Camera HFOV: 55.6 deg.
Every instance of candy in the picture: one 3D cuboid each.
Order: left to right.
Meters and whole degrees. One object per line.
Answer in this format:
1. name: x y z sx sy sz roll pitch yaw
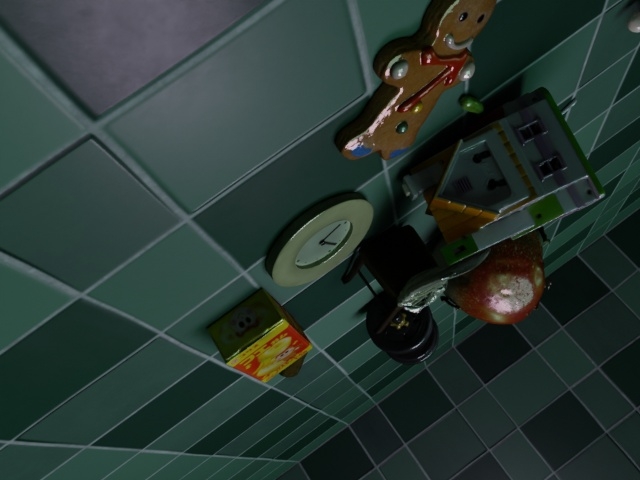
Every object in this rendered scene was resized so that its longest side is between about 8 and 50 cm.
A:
1. candy: -0.118 0.208 1.281 0.146 0.088 0.276 -35 157 -1

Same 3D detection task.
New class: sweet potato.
1. sweet potato: -0.070 0.280 1.520 0.081 0.062 0.233 -25 151 -22

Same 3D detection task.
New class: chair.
1. chair: 0.189 0.058 1.288 0.160 0.186 0.319 -22 159 -29

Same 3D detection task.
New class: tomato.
1. tomato: 0.418 0.067 1.537 0.238 0.304 0.304 1 145 -13

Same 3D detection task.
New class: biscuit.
1. biscuit: 0.149 -0.237 0.888 0.205 0.049 0.324 -9 142 -46

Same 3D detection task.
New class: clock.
1. clock: 0.000 0.000 1.142 0.235 0.029 0.235 -31 155 -17
2. clock: 0.320 -0.109 1.149 0.309 0.235 0.166 -25 171 -1

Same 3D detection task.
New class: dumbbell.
1. dumbbell: 0.243 0.255 1.761 0.185 0.185 0.388 -37 156 0

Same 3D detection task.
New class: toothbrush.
1. toothbrush: 0.532 -0.264 1.407 0.162 0.017 0.014 -45 162 17

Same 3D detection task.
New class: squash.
1. squash: 0.273 -0.240 1.081 0.027 0.027 0.089 -49 156 26

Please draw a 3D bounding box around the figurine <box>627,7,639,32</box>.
1. figurine: 0.673 -0.450 1.117 0.200 0.133 0.276 -38 156 10
